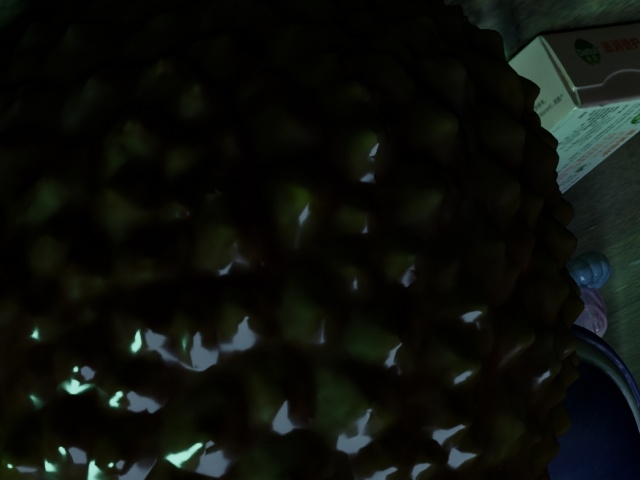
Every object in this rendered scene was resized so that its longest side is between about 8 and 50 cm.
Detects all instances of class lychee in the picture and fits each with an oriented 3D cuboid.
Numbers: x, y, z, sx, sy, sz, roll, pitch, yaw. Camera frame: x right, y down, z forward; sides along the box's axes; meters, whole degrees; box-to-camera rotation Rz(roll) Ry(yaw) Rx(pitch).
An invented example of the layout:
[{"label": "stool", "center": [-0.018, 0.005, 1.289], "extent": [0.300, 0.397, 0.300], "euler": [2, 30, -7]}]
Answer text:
[{"label": "lychee", "center": [-0.036, 0.028, 0.617], "extent": [0.267, 0.267, 0.267], "euler": [-25, 164, -7]}]

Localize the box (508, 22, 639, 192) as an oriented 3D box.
[{"label": "box", "center": [0.108, -0.055, 0.937], "extent": [0.089, 0.043, 0.125], "euler": [-11, 158, -44]}]

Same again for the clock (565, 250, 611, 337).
[{"label": "clock", "center": [0.093, 0.063, 1.203], "extent": [0.194, 0.100, 0.195], "euler": [-26, 168, -17]}]

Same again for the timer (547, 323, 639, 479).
[{"label": "timer", "center": [0.000, 0.159, 1.021], "extent": [0.383, 0.270, 0.270], "euler": [-25, 165, -4]}]
